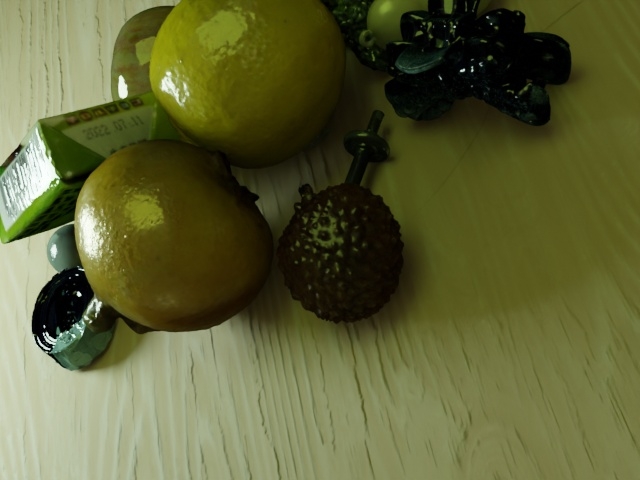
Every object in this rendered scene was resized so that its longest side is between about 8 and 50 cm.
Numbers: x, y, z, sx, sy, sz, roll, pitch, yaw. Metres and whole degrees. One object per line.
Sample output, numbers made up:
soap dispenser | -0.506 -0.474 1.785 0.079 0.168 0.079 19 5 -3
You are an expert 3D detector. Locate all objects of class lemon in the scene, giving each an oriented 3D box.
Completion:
lemon | -0.118 -0.291 1.861 0.348 0.348 0.348 -20 48 24

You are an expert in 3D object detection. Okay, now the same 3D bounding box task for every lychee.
lychee | 0.028 0.011 1.662 0.200 0.200 0.238 -36 62 9

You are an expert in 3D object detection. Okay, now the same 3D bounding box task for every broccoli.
broccoli | 0.060 -0.441 2.012 0.245 0.248 0.288 144 141 -68

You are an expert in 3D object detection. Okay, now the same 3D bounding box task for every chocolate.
chocolate | -0.418 -0.132 1.972 0.301 0.289 0.137 -31 83 49

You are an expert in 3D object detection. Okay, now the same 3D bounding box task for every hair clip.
hair clip | 0.223 -0.278 1.717 0.310 0.206 0.194 6 59 41

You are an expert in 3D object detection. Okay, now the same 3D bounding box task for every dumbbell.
dumbbell | 0.058 -0.109 1.808 0.082 0.081 0.254 1 59 38

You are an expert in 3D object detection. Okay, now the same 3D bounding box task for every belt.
belt | -0.444 0.142 2.001 0.151 0.078 0.198 -23 46 16

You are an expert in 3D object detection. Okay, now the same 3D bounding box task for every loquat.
loquat | -0.253 0.012 1.777 0.359 0.328 0.328 -46 42 8

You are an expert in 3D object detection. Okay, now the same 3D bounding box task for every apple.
apple | -0.276 -0.321 2.114 0.234 0.256 0.256 2 54 2

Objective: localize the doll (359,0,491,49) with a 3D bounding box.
doll | 0.187 -0.417 1.880 0.296 0.141 0.117 -29 38 -5

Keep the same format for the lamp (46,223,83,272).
lamp | -0.467 0.019 2.091 0.105 0.105 0.105 -20 48 24

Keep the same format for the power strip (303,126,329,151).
power strip | -0.051 -0.244 2.032 0.060 0.027 0.252 -39 43 8
